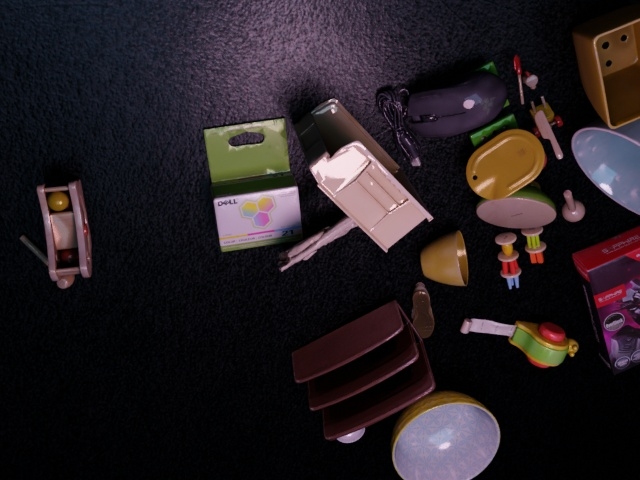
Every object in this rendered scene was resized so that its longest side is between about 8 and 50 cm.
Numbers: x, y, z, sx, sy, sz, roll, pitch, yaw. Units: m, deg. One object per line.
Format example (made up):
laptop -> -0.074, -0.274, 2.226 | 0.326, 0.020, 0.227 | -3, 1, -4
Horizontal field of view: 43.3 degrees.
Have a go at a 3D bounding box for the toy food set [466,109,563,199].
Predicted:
toy food set -> 0.433, -0.178, 1.802 | 0.218, 0.071, 0.128 | -33, 80, 18

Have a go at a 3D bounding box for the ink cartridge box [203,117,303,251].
ink cartridge box -> -0.147, -0.120, 1.758 | 0.189, 0.097, 0.255 | -9, 119, -7

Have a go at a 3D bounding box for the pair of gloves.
pair of gloves -> 0.000, 0.000, 1.780 | 0.204, 0.240, 0.042 | -30, 92, 5

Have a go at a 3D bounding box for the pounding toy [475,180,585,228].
pounding toy -> 0.485, -0.112, 1.881 | 0.237, 0.110, 0.183 | -3, 158, 28

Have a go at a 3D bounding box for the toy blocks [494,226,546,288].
toy blocks -> 0.502, 0.044, 2.002 | 0.123, 0.054, 0.148 | -17, 119, -2

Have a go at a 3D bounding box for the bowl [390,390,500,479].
bowl -> 0.311, 0.497, 2.135 | 0.289, 0.156, 0.289 | -5, 118, -9

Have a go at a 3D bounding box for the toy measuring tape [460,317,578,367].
toy measuring tape -> 0.529, 0.263, 2.087 | 0.330, 0.121, 0.121 | 10, 114, -16

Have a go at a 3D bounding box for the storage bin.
storage bin -> 0.079, -0.147, 1.699 | 0.123, 0.262, 0.260 | -40, 117, 12

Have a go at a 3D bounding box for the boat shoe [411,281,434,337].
boat shoe -> 0.255, 0.178, 2.027 | 0.056, 0.048, 0.153 | -6, 122, 10

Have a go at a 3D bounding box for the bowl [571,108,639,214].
bowl -> 0.744, -0.200, 1.818 | 0.163, 0.311, 0.311 | -49, 117, -7

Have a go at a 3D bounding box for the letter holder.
letter holder -> 0.100, 0.319, 1.948 | 0.302, 0.214, 0.152 | -28, 119, 11

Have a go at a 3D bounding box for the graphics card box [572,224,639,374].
graphics card box -> 0.814, 0.154, 2.103 | 0.233, 0.094, 0.371 | -23, 120, 0

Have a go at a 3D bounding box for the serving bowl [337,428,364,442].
serving bowl -> 0.076, 0.501, 2.161 | 0.083, 0.027, 0.083 | -5, 118, -9

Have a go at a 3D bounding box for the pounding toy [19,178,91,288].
pounding toy -> -0.567, 0.003, 1.699 | 0.155, 0.154, 0.269 | -7, 117, -9

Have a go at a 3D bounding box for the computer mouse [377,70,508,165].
computer mouse -> 0.274, -0.272, 1.743 | 0.272, 0.072, 0.188 | -19, 119, 16

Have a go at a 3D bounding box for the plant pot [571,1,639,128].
plant pot -> 0.658, -0.399, 1.733 | 0.212, 0.187, 0.212 | -22, 119, 1

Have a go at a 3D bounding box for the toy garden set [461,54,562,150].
toy garden set -> 0.416, -0.300, 1.815 | 0.204, 0.049, 0.244 | -27, 118, 5

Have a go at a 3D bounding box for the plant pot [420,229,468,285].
plant pot -> 0.293, 0.047, 1.930 | 0.095, 0.134, 0.134 | -7, 121, 19
